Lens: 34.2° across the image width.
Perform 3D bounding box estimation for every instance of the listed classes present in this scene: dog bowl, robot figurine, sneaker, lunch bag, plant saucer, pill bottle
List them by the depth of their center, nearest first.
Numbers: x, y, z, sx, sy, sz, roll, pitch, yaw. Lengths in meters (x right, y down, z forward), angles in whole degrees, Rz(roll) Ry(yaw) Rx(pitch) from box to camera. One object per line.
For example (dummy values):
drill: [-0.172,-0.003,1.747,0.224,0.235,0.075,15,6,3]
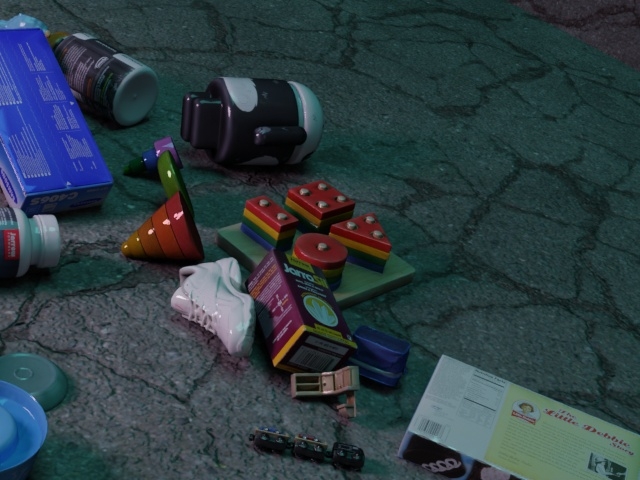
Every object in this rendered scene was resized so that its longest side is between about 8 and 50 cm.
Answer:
dog bowl: [-0.457,0.255,1.182,0.297,0.074,0.166,-16,42,-41]
plant saucer: [-0.394,0.183,1.380,0.119,0.021,0.119,11,31,-7]
pill bottle: [-0.486,0.004,1.550,0.180,0.108,0.108,-4,35,-28]
lunch bag: [0.087,0.178,1.563,0.098,0.065,0.067,22,15,13]
sneaker: [-0.164,0.106,1.564,0.115,0.090,0.232,-3,25,-16]
robot figurine: [-0.130,-0.229,2.040,0.278,0.173,0.209,-2,58,-26]
pill bottle: [-0.456,-0.338,2.109,0.245,0.130,0.130,31,34,25]

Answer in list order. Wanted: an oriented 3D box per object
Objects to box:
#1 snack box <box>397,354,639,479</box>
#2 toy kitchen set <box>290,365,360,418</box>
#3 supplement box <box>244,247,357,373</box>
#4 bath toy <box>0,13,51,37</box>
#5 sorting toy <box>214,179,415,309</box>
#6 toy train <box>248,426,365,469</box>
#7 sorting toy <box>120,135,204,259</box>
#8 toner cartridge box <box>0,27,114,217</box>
snack box: [0.289,0.291,1.462,0.322,0.060,0.187,22,35,11]
toy kitchen set: [0.008,0.217,1.465,0.075,0.083,0.068,2,74,-21]
supplement box: [-0.032,0.111,1.562,0.104,0.081,0.188,23,27,-34]
bath toy: [-0.613,-0.300,1.973,0.129,0.151,0.348,21,36,-20]
sorting toy: [0.000,0.000,1.793,0.257,0.089,0.255,-18,44,-43]
toy train: [-0.017,0.274,1.391,0.158,0.027,0.036,13,27,-5]
sorting toy: [-0.291,-0.066,1.796,0.126,0.127,0.365,-21,33,-2]
toner cartridge box: [-0.502,-0.209,1.792,0.165,0.075,0.348,-12,65,-37]
